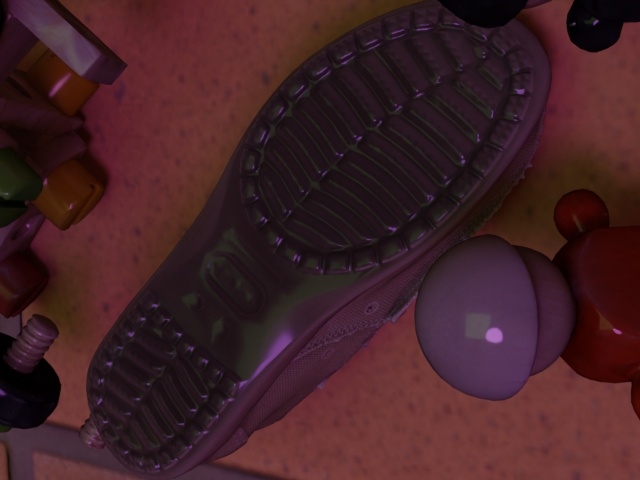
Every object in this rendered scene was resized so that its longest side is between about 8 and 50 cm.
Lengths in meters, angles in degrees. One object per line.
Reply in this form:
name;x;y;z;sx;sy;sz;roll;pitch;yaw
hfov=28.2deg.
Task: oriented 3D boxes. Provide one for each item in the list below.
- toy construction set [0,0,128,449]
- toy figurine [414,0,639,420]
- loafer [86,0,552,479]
toy construction set;-0.201;-0.085;0.661;0.309;0.257;0.237;45;105;33
toy figurine;0.126;-0.027;0.400;0.209;0.148;0.213;-148;58;-64
loafer;0.000;0.000;0.583;0.268;0.092;0.102;-44;73;17
